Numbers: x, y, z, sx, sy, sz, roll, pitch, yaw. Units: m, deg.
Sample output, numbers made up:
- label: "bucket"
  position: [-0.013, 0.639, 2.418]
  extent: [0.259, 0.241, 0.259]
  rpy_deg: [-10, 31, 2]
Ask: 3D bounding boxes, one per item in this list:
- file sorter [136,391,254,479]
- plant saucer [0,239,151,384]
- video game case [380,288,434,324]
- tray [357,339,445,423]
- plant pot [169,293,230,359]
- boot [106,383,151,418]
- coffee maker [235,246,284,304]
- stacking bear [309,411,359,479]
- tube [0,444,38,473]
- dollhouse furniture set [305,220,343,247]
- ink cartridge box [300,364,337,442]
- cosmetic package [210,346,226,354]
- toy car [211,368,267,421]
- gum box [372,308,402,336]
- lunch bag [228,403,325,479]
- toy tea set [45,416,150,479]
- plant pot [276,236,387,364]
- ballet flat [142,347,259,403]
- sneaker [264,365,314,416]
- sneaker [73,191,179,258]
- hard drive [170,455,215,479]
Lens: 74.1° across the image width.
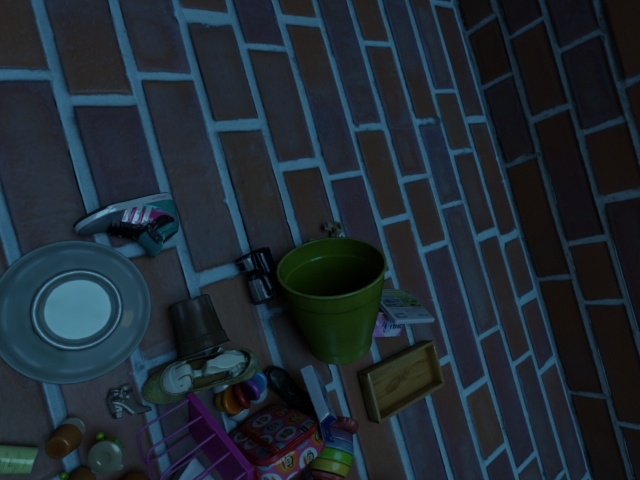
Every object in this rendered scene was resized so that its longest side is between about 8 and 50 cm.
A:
- label: "file sorter"
  position: [-0.343, 0.613, 1.141]
  extent: [0.182, 0.291, 0.202]
  rpy_deg: [-25, 137, -39]
- label: "plant saucer"
  position: [-0.668, 0.190, 1.163]
  extent: [0.400, 0.100, 0.400]
  rpy_deg: [8, 76, -33]
- label: "video game case"
  position: [0.341, 0.277, 1.796]
  extent: [0.227, 0.206, 0.026]
  rpy_deg: [5, 119, -33]
- label: "tray"
  position: [0.350, 0.587, 1.799]
  extent: [0.411, 0.076, 0.203]
  rpy_deg: [-13, 88, -35]
- label: "plant pot"
  position: [-0.385, 0.263, 1.315]
  extent: [0.167, 0.167, 0.165]
  rpy_deg: [-15, 81, -36]
- label: "boot"
  position: [-0.552, 0.461, 1.225]
  extent: [0.118, 0.042, 0.087]
  rpy_deg: [2, 72, -41]
- label: "coffee maker"
  position: [-0.199, 0.117, 1.505]
  extent: [0.171, 0.120, 0.178]
  rpy_deg: [-28, 99, -60]
- label: "stacking bear"
  position: [0.029, 0.769, 1.458]
  extent: [0.164, 0.175, 0.289]
  rpy_deg: [64, 33, -49]
- label: "tube"
  position: [-0.823, 0.525, 1.016]
  extent: [0.240, 0.062, 0.070]
  rpy_deg: [18, 30, -25]
- label: "dollhouse furniture set"
  position: [0.000, 0.000, 1.686]
  extent: [0.182, 0.101, 0.161]
  rpy_deg: [10, 50, -32]
- label: "ink cartridge box"
  position: [0.008, 0.534, 1.379]
  extent: [0.045, 0.223, 0.224]
  rpy_deg: [-22, 62, -1]
- label: "cosmetic package"
  position: [-0.345, 0.403, 1.366]
  extent: [0.041, 0.060, 0.115]
  rpy_deg: [36, 61, -22]
- label: "toy car"
  position: [-0.248, 0.484, 1.368]
  extent: [0.182, 0.136, 0.159]
  rpy_deg: [-35, 100, -34]
- label: "gum box"
  position: [0.265, 0.342, 1.775]
  extent: [0.188, 0.062, 0.107]
  rpy_deg: [6, 98, -34]
- label: "lunch bag"
  position: [-0.158, 0.634, 1.307]
  extent: [0.258, 0.293, 0.120]
  rpy_deg: [-24, 99, -36]
- label: "toy tea set"
  position: [-0.591, 0.622, 1.144]
  extent: [0.200, 0.124, 0.336]
  rpy_deg: [-18, 95, -6]
- label: "plant pot"
  position: [0.054, 0.228, 1.489]
  extent: [0.366, 0.366, 0.353]
  rpy_deg: [-31, 127, -35]
- label: "ballet flat"
  position: [-0.357, 0.393, 1.265]
  extent: [0.348, 0.123, 0.123]
  rpy_deg: [-9, 86, -15]
- label: "sneaker"
  position: [-0.094, 0.525, 1.472]
  extent: [0.087, 0.130, 0.227]
  rpy_deg: [-42, 102, -35]
- label: "sneaker"
  position: [-0.556, -0.023, 1.275]
  extent: [0.295, 0.124, 0.178]
  rpy_deg: [-24, 85, -37]
- label: "hard drive"
  position: [-0.348, 0.823, 1.238]
  extent: [0.307, 0.040, 0.203]
  rpy_deg: [58, 33, -15]
